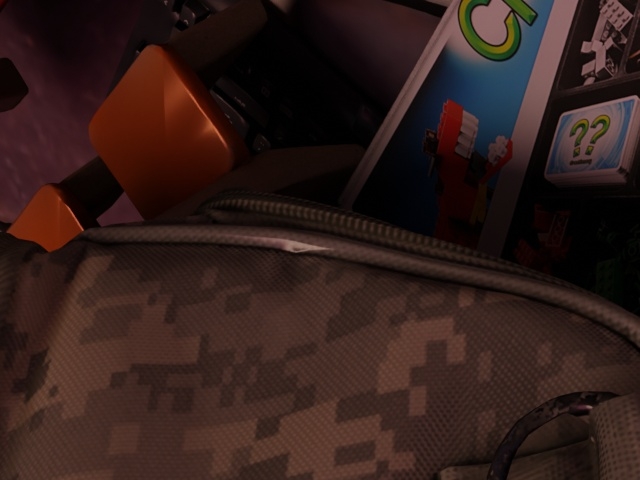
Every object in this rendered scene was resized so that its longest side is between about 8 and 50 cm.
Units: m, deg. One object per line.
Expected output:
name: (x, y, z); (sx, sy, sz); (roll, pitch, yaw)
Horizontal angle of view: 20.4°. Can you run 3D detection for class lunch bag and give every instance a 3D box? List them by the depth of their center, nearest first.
lunch bag: (-0.010, 0.136, 0.453); (0.256, 0.212, 0.305); (-5, 145, 14)

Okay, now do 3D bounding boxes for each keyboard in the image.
keyboard: (0.000, 0.000, 0.563); (0.180, 0.023, 0.108); (44, 139, 15)

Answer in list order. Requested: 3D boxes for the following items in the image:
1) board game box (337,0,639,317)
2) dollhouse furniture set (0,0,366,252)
board game box: (0.134, -0.043, 0.373); (0.193, 0.053, 0.305); (44, 139, 12)
dollhouse furniture set: (-0.104, -0.103, 0.489); (0.262, 0.135, 0.259); (55, 137, 8)
